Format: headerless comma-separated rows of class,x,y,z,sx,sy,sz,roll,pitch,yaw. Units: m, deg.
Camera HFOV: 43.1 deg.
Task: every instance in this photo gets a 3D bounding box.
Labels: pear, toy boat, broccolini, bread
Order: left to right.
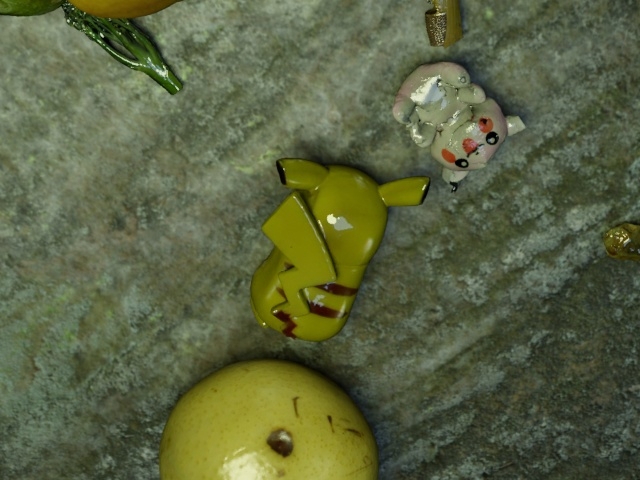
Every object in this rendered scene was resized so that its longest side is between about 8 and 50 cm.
broccolini,-0.270,-0.281,1.117,0.091,0.068,0.202,-30,130,23
pear,-0.080,0.348,1.262,0.348,0.348,0.348,-2,115,-4
toy boat,0.161,-0.338,1.115,0.049,0.047,0.149,-14,116,2
bread,0.507,0.003,1.295,0.110,0.060,0.066,0,146,-5

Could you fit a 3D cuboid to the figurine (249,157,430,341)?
figurine,-0.003,0.006,1.195,0.218,0.169,0.327,14,114,-16

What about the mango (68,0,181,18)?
mango,-0.147,-0.446,0.910,0.446,0.232,0.300,-47,122,0

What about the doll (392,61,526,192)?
doll,0.192,-0.172,1.171,0.149,0.095,0.192,-39,114,19

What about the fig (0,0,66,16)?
fig,-0.424,-0.345,0.999,0.235,0.203,0.203,-25,116,29
